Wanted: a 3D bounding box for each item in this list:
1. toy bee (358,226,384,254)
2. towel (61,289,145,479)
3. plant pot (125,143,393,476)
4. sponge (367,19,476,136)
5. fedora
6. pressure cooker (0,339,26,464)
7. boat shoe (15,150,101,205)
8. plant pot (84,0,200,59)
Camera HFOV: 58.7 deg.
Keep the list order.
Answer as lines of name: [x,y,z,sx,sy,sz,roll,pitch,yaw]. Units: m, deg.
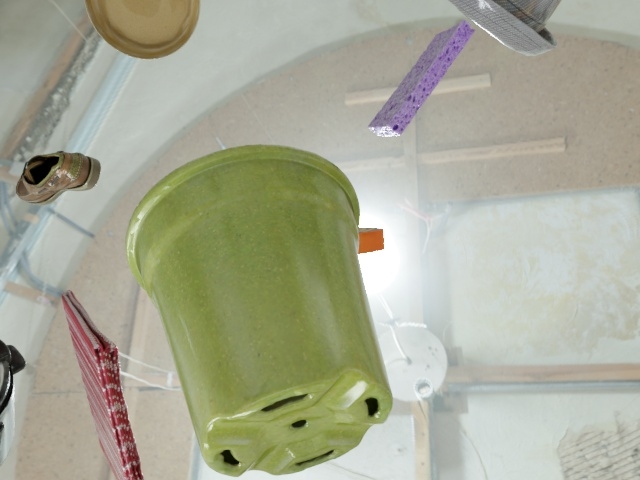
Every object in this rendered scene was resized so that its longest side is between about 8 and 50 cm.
toy bee: [0.000,0.000,1.331,0.162,0.298,0.196,10,-94,49]
towel: [-0.294,0.222,0.784,0.031,0.275,0.198,-18,-155,-31]
plant pot: [-0.051,0.086,0.590,0.275,0.276,0.254,-25,-131,4]
sponge: [0.167,-0.268,0.961,0.031,0.117,0.210,35,-88,-15]
fedora: [0.168,-0.320,0.589,0.124,0.243,0.276,-51,-120,32]
pressure cooker: [-1.008,0.441,1.488,0.375,0.421,0.370,14,-142,-14]
boat shoe: [-0.660,-0.162,1.368,0.307,0.104,0.111,-12,-109,34]
plant pot: [-0.368,-0.502,1.187,0.236,0.236,0.032,-22,-158,5]
